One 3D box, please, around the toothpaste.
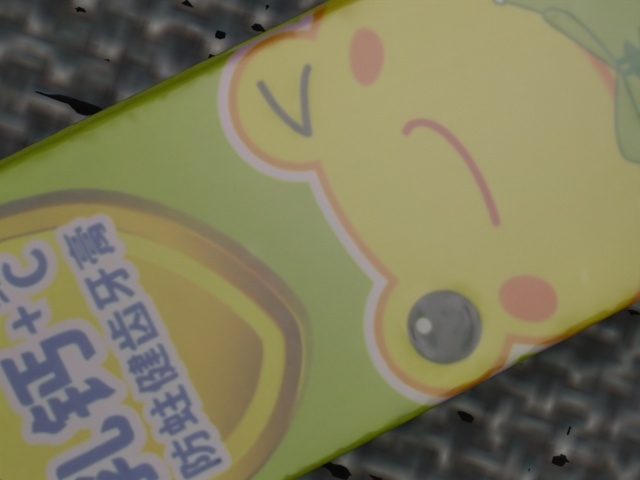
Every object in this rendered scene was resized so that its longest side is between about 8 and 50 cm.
[{"bbox_3d":[0.000,0.000,0.498,0.327,0.077,0.110,-26,90,-7],"label":"toothpaste"}]
